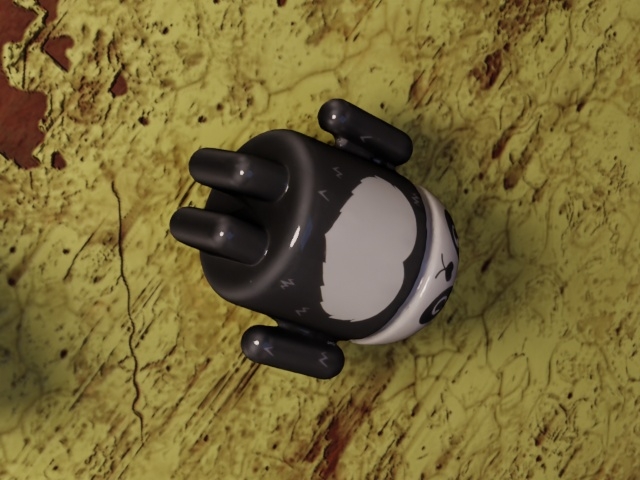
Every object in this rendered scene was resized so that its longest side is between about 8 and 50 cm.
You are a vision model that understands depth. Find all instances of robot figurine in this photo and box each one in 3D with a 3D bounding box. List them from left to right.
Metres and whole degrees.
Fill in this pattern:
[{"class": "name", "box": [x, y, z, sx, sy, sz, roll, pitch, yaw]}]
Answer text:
[{"class": "robot figurine", "box": [0.002, -0.002, 1.589, 0.278, 0.173, 0.209, 21, 124, -36]}]
